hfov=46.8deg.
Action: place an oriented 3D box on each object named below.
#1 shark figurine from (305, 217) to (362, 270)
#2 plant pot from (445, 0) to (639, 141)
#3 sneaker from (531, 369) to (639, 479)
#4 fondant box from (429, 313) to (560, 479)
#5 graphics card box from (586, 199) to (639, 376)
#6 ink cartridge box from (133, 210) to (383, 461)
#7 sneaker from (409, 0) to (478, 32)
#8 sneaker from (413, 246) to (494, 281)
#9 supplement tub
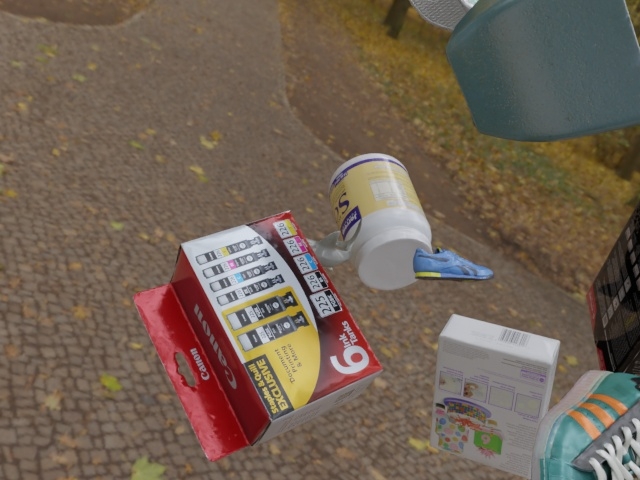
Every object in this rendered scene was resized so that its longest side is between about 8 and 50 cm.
[{"bbox_3d":[0.026,0.011,1.760,0.278,0.116,0.166,-1,44,-44],"label":"shark figurine"},{"bbox_3d":[0.332,-0.286,1.108,0.247,0.252,0.248,63,27,-21],"label":"plant pot"},{"bbox_3d":[0.348,0.239,0.884,0.121,0.108,0.302,-9,15,39],"label":"sneaker"},{"bbox_3d":[0.378,0.346,1.638,0.238,0.330,0.096,13,31,23],"label":"fondant box"},{"bbox_3d":[0.575,0.078,1.274,0.094,0.371,0.232,5,49,1],"label":"graphics card box"},{"bbox_3d":[-0.105,0.142,1.152,0.272,0.130,0.309,-19,67,-30],"label":"ink cartridge box"},{"bbox_3d":[0.294,-0.500,1.605,0.256,0.094,0.151,34,26,-3],"label":"sneaker"},{"bbox_3d":[0.317,0.056,1.744,0.209,0.082,0.069,6,-13,-18],"label":"sneaker"},{"bbox_3d":[0.165,-0.053,2.035,0.241,0.241,0.331,16,39,-29],"label":"supplement tub"}]
